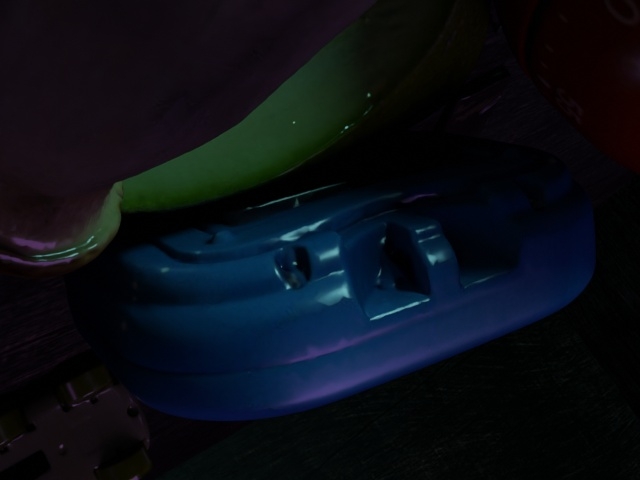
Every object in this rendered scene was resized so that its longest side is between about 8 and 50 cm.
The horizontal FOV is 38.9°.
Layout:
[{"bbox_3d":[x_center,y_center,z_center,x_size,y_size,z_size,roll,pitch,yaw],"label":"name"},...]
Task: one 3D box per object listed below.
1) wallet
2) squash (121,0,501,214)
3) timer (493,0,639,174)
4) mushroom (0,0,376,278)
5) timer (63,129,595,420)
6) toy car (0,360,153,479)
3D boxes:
[{"bbox_3d":[0.173,-0.148,1.062,0.082,0.018,0.157,-26,165,-16],"label":"wallet"},{"bbox_3d":[-0.020,-0.099,0.558,0.288,0.111,0.203,-21,160,-49],"label":"squash"},{"bbox_3d":[0.281,-0.209,0.531,0.378,0.279,0.378,-30,164,-10],"label":"timer"},{"bbox_3d":[-0.056,-0.118,0.348,0.407,0.154,0.137,-44,-152,45],"label":"mushroom"},{"bbox_3d":[0.000,0.000,0.645,0.340,0.115,0.309,-17,-160,-24],"label":"timer"},{"bbox_3d":[-0.330,0.246,1.084,0.235,0.145,0.235,-24,-175,2],"label":"toy car"}]
